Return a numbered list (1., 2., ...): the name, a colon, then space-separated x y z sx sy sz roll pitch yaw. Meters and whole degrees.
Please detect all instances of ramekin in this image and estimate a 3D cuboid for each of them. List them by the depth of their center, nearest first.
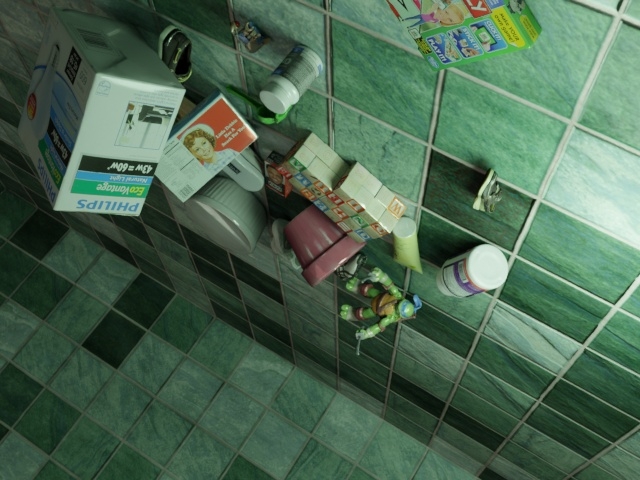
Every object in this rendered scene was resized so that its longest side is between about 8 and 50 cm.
1. ramekin: -0.291 -0.086 2.362 0.272 0.127 0.273 30 157 14

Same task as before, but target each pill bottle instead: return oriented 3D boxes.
1. pill bottle: -0.062 -0.333 1.538 0.078 0.137 0.078 29 156 14
2. pill bottle: 0.359 0.081 1.796 0.108 0.108 0.193 38 158 -7

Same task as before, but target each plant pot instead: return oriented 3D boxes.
1. plant pot: 0.000 0.000 2.062 0.180 0.201 0.201 52 158 3

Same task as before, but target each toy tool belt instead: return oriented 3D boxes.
1. toy tool belt: -0.148 -0.443 1.574 0.051 0.052 0.083 -25 125 29

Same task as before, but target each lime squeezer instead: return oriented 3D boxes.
1. lime squeezer: -0.110 -0.331 1.744 0.310 0.058 0.110 7 114 52

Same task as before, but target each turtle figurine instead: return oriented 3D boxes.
1. turtle figurine: 0.132 0.184 2.204 0.266 0.274 0.198 2 111 61

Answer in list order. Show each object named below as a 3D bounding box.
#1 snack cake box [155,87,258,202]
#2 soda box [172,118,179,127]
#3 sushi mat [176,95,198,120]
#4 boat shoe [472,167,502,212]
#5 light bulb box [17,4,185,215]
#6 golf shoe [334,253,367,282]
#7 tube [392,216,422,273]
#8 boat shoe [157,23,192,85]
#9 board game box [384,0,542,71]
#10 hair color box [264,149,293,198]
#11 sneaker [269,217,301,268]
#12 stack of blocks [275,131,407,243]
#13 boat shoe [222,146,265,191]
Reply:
1. snack cake box: -0.308 -0.244 1.892 0.152 0.264 0.089 48 -175 -26
2. soda box: -0.493 -0.362 2.153 0.181 0.061 0.058 27 166 37
3. sushi mat: -0.454 -0.418 2.083 0.316 0.019 0.151 36 157 0
4. boat shoe: 0.352 -0.101 1.528 0.049 0.056 0.152 25 165 12
5. light bulb box: -0.541 -0.307 1.783 0.225 0.361 0.358 3 -145 -40
6. golf shoe: 0.074 0.071 2.221 0.093 0.077 0.198 37 156 -3
7. tube: 0.225 0.022 1.940 0.240 0.062 0.070 73 178 -63
8. boat shoe: -0.357 -0.433 1.832 0.068 0.081 0.228 37 155 8
9. board game box: 0.178 -0.416 1.158 0.317 0.046 0.213 47 156 -26
10. hair color box: -0.113 -0.180 2.034 0.072 0.043 0.141 31 156 13
11. sneaker: -0.125 0.003 2.359 0.115 0.090 0.232 26 155 30
12. stack of blocks: 0.049 -0.131 1.844 0.297 0.087 0.171 41 157 -13
13. boat shoe: -0.244 -0.250 2.027 0.096 0.088 0.267 -25 126 38
